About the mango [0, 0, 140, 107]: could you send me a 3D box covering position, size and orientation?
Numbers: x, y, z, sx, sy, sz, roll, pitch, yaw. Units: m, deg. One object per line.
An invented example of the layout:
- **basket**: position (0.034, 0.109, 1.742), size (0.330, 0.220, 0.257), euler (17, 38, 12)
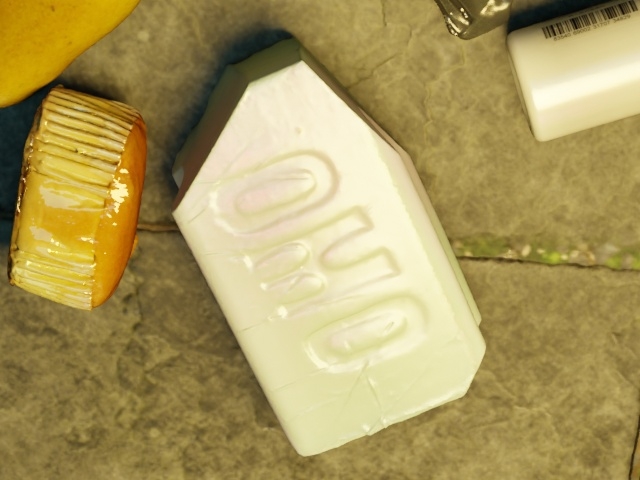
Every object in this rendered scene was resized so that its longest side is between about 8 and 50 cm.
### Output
- **mango**: position (-0.240, -0.230, 1.356), size (0.167, 0.130, 0.262), euler (35, 113, -18)

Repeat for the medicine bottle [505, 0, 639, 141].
- **medicine bottle**: position (0.263, -0.159, 1.397), size (0.187, 0.103, 0.102), euler (-17, 110, 6)

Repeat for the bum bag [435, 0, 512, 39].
- **bum bag**: position (0.097, -0.263, 1.389), size (0.198, 0.049, 0.087), euler (44, 129, -15)

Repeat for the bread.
- **bread**: position (-0.212, -0.035, 1.425), size (0.114, 0.132, 0.190), euler (16, 113, -6)

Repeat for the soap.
- **soap**: position (0.000, 0.000, 1.450), size (0.208, 0.115, 0.347), euler (-23, 109, 8)
